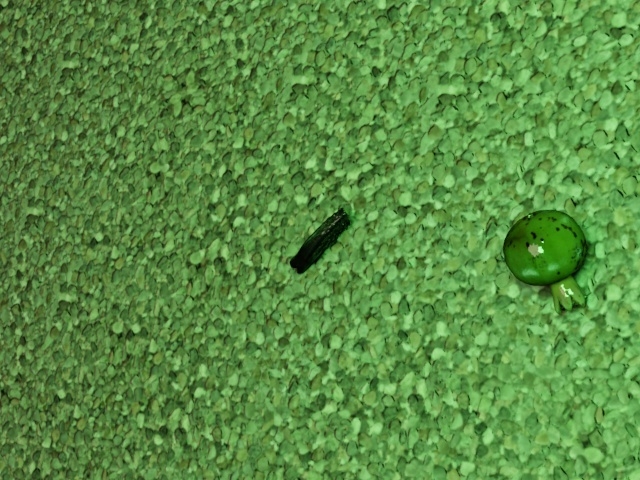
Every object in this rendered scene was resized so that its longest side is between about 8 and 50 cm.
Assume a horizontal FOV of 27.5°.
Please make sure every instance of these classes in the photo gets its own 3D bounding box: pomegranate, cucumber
[{"bbox_3d":[0.304,0.028,1.721,0.114,0.114,0.142,-24,94,30],"label":"pomegranate"},{"bbox_3d":[-0.001,0.000,1.993,0.135,0.034,0.033,-46,61,19],"label":"cucumber"}]
